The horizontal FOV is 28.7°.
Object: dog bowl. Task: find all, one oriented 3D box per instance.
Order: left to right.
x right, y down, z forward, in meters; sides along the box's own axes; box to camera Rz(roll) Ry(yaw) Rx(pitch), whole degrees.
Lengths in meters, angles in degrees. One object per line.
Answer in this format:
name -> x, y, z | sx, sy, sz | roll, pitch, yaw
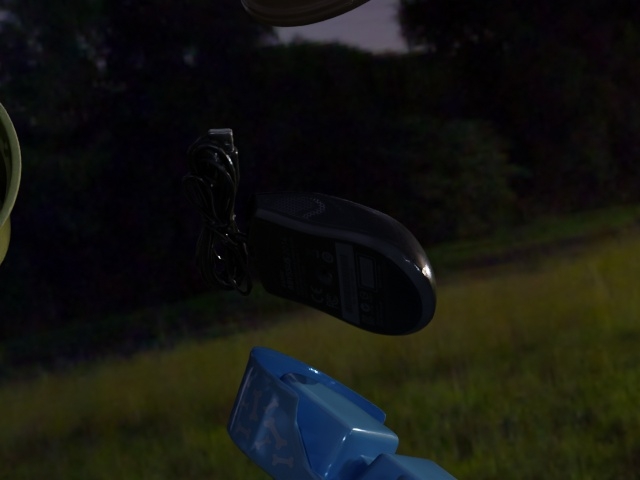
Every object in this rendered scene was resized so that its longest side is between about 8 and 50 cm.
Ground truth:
dog bowl -> 0.042, 0.195, 1.034 | 0.297, 0.074, 0.166 | 33, 4, 30

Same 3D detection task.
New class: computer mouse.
computer mouse -> 0.000, 0.000, 1.193 | 0.272, 0.188, 0.072 | 21, 44, 24

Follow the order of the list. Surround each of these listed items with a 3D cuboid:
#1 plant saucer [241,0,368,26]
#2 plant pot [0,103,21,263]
plant saucer -> 0.020, -0.357, 1.459 | 0.278, 0.041, 0.277 | -20, 42, 19
plant pot -> -0.487, -0.045, 1.528 | 0.276, 0.276, 0.254 | -11, -15, -7
